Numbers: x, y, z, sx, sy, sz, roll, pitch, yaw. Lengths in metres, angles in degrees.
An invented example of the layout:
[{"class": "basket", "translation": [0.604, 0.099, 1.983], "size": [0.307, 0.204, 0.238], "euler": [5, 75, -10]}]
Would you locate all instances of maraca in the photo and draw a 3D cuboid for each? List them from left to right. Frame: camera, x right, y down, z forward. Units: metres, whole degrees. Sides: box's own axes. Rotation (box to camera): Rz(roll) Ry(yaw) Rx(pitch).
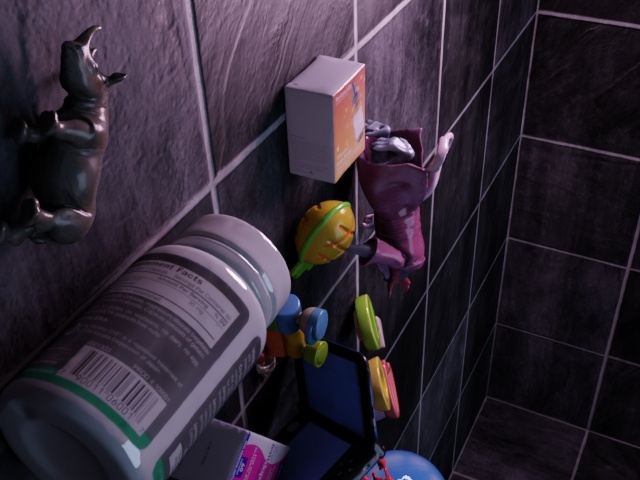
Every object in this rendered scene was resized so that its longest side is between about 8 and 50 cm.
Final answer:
[{"class": "maraca", "translation": [0.000, 0.000, 1.541], "size": [0.127, 0.099, 0.185], "euler": [-27, 155, -48]}]

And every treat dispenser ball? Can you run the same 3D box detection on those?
[{"class": "treat dispenser ball", "translation": [0.210, 0.715, 2.260], "size": [0.288, 0.288, 0.288], "euler": [-48, 146, -48]}]

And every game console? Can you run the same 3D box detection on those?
[{"class": "game console", "translation": [-0.028, 0.325, 1.515], "size": [0.250, 0.293, 0.173], "euler": [-43, 111, -18]}]

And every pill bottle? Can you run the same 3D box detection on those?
[{"class": "pill bottle", "translation": [-0.194, 0.135, 1.018], "size": [0.361, 0.204, 0.204], "euler": [-51, 148, -44]}]

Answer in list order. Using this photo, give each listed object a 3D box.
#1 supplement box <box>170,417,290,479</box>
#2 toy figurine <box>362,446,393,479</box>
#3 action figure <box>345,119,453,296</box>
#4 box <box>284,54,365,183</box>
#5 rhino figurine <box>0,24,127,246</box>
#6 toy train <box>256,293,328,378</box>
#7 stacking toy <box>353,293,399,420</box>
[{"class": "supplement box", "translation": [-0.149, 0.371, 1.409], "size": [0.220, 0.114, 0.111], "euler": [51, 56, -66]}, {"class": "toy figurine", "translation": [0.005, 0.629, 1.949], "size": [0.362, 0.217, 0.191], "euler": [127, -39, -48]}, {"class": "action figure", "translation": [0.165, -0.057, 1.689], "size": [0.248, 0.276, 0.370], "euler": [-52, 136, -55]}, {"class": "box", "translation": [0.011, -0.207, 1.425], "size": [0.130, 0.091, 0.170], "euler": [-51, 149, -44]}, {"class": "rhino figurine", "translation": [-0.263, -0.106, 0.867], "size": [0.106, 0.073, 0.243], "euler": [13, 91, -64]}, {"class": "toy train", "translation": [-0.051, 0.187, 1.474], "size": [0.105, 0.143, 0.248], "euler": [-56, 151, -37]}, {"class": "stacking toy", "translation": [0.087, 0.291, 1.962], "size": [0.309, 0.130, 0.279], "euler": [59, 19, -66]}]
